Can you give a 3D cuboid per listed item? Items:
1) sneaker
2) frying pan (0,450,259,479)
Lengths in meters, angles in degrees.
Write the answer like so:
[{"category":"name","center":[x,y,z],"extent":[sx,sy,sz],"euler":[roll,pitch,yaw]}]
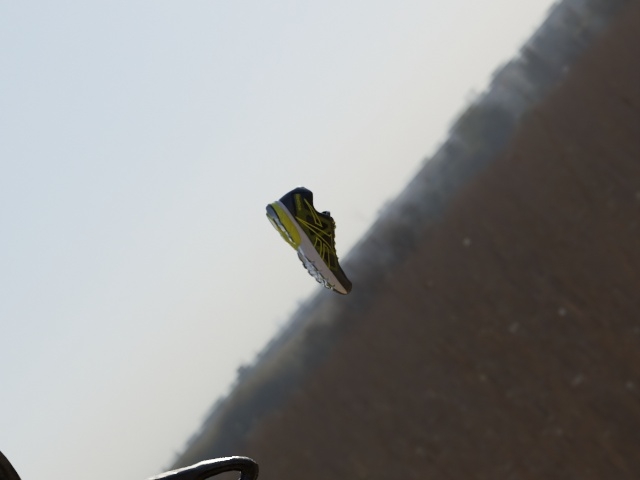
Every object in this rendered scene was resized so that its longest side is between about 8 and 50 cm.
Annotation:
[{"category":"sneaker","center":[0.000,0.000,1.094],"extent":[0.035,0.083,0.031],"euler":[-42,21,-12]},{"category":"frying pan","center":[-0.194,0.147,0.893],"extent":[0.326,0.197,0.053],"euler":[-39,27,-31]}]
